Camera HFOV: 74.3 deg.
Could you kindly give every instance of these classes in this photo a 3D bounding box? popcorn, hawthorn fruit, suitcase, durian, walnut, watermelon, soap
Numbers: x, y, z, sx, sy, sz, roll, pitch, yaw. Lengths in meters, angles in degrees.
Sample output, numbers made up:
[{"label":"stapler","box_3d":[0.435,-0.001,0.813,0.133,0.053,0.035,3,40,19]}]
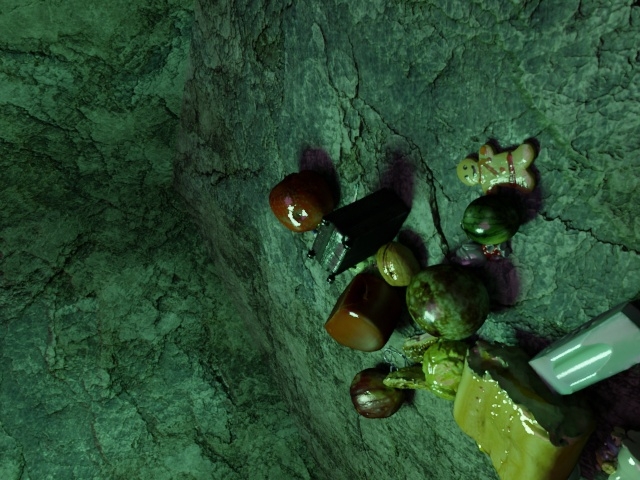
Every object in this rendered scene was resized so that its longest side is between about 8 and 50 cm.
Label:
[{"label":"popcorn","box_3d":[0.457,0.448,1.460,0.205,0.183,0.220,8,117,21]},{"label":"hawthorn fruit","box_3d":[-0.068,-0.159,1.812,0.299,0.275,0.275,54,148,2]},{"label":"suitcase","box_3d":[0.138,-0.024,1.499,0.152,0.335,0.229,49,144,21]},{"label":"durian","box_3d":[0.389,0.419,1.636,0.140,0.079,0.224,55,149,20]},{"label":"walnut","box_3d":[0.278,0.085,1.535,0.144,0.144,0.180,1,123,57]},{"label":"watermelon","box_3d":[0.457,-0.056,1.178,0.187,0.141,0.140,3,111,59]},{"label":"soap","box_3d":[0.657,0.261,1.018,0.109,0.193,0.323,54,146,21]}]

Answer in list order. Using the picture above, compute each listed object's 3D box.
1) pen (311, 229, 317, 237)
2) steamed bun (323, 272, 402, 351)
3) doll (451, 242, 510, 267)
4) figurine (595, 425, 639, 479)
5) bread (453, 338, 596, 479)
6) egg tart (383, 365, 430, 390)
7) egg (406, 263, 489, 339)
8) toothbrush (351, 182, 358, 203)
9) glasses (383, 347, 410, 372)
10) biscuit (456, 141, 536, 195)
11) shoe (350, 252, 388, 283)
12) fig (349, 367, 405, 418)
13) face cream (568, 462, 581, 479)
[{"label":"pen","box_3d":[0.000,0.000,2.023,0.204,0.025,0.025,55,146,21]},{"label":"steamed bun","box_3d":[0.182,0.307,1.696,0.248,0.235,0.379,31,150,2]},{"label":"doll","box_3d":[0.479,0.042,1.277,0.180,0.079,0.094,-17,118,46]},{"label":"figurine","box_3d":[0.797,0.602,1.088,0.155,0.127,0.235,18,129,29]},{"label":"bread","box_3d":[0.585,0.527,1.242,0.361,0.251,0.393,-132,34,-53]},{"label":"egg tart","box_3d":[0.366,0.545,1.680,0.252,0.232,0.098,69,-156,-66]},{"label":"egg","box_3d":[0.389,0.188,1.341,0.289,0.239,0.238,18,124,62]},{"label":"toothbrush","box_3d":[0.135,-0.148,1.730,0.017,0.022,0.204,46,146,36]},{"label":"glasses","box_3d":[0.343,0.518,1.821,0.104,0.063,0.139,-31,82,36]},{"label":"biscuit","box_3d":[0.479,-0.192,1.168,0.234,0.030,0.153,13,118,53]},{"label":"shoe","box_3d":[0.185,0.096,1.726,0.262,0.128,0.140,44,156,38]},{"label":"fig","box_3d":[0.252,0.677,1.875,0.263,0.224,0.223,8,116,50]},{"label":"face cream","box_3d":[0.686,0.696,1.357,0.250,0.077,0.077,-5,104,56]}]
